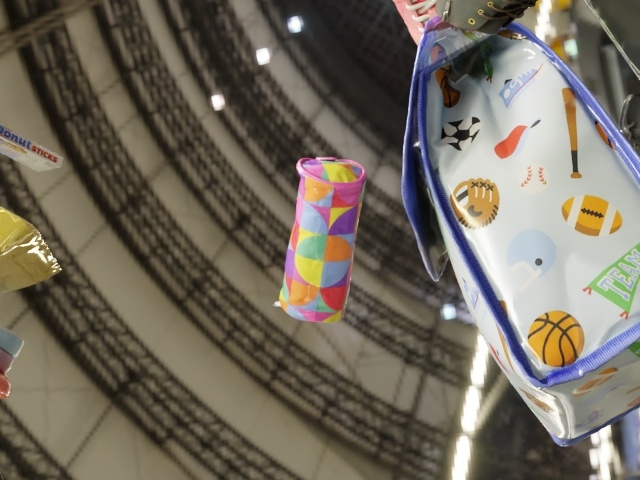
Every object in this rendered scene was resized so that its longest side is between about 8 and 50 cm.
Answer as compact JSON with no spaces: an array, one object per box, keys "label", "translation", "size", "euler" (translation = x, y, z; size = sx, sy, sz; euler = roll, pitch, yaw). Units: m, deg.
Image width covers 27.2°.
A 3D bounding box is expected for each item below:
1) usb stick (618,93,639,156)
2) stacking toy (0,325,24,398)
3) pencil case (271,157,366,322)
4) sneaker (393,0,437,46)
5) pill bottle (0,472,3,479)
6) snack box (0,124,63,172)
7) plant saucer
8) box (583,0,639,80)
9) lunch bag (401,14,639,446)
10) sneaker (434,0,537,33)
[{"label":"usb stick","translation":[0.451,-0.123,1.897],"size":[0.278,0.045,0.077],"euler":[57,-141,-67]},{"label":"stacking toy","translation":[-0.556,0.104,1.836],"size":[0.279,0.309,0.130],"euler":[142,148,-70]},{"label":"pencil case","translation":[0.000,0.000,1.804],"size":[0.104,0.104,0.236],"euler":[-70,-8,-61]},{"label":"sneaker","translation":[0.163,-0.319,1.793],"size":[0.314,0.116,0.136],"euler":[36,-145,-61]},{"label":"pill bottle","translation":[-0.583,0.392,1.944],"size":[0.219,0.123,0.122],"euler":[-13,-87,-52]},{"label":"snack box","translation":[-0.506,-0.159,2.137],"size":[0.178,0.064,0.022],"euler":[30,-115,-38]},{"label":"plant saucer","translation":[-0.537,-0.032,1.827],"size":[0.081,0.333,0.333],"euler":[-62,-1,-13]},{"label":"box","translation":[0.578,-0.340,1.868],"size":[0.395,0.293,0.212],"euler":[15,-138,-57]},{"label":"lunch bag","translation":[0.220,-0.015,1.352],"size":[0.385,0.239,0.328],"euler":[65,-176,21]},{"label":"sneaker","translation":[0.186,-0.225,1.143],"size":[0.222,0.083,0.118],"euler":[36,127,48]}]
